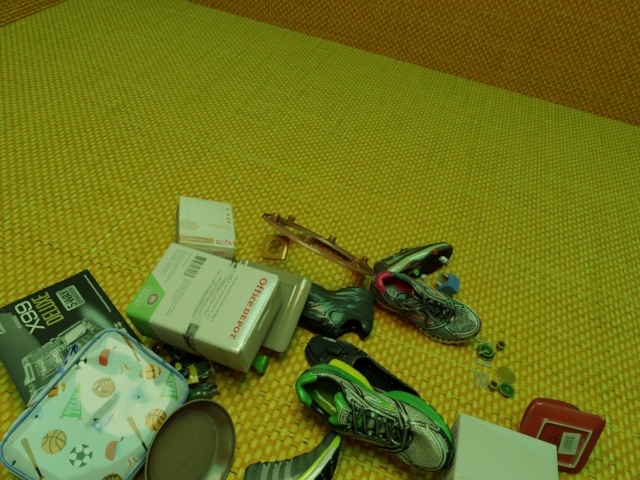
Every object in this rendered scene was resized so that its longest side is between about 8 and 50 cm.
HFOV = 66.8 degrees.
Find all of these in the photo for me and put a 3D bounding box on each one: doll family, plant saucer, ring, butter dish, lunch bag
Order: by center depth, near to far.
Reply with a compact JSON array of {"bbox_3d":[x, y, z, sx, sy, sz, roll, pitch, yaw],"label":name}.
[{"bbox_3d":[-0.245,0.395,0.904,0.036,0.199,0.198,-3,30,41],"label":"plant saucer"},{"bbox_3d":[-0.411,0.325,0.907,0.243,0.115,0.303,36,55,-2],"label":"lunch bag"},{"bbox_3d":[0.503,0.404,1.061,0.159,0.160,0.118,13,20,3],"label":"butter dish"},{"bbox_3d":[-0.301,0.277,1.073,0.111,0.076,0.193,-16,45,-19],"label":"doll family"},{"bbox_3d":[0.000,0.000,1.292,0.336,0.032,0.336,28,6,-3],"label":"ring"}]

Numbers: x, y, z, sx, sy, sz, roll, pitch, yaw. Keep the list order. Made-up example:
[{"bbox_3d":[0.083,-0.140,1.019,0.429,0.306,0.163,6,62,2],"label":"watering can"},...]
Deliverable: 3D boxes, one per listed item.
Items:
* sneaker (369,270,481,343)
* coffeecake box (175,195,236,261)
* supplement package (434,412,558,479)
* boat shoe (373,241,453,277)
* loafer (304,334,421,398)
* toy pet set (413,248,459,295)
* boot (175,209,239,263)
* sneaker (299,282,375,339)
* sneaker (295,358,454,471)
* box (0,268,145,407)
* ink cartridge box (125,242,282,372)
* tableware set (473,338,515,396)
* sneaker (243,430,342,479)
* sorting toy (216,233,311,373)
[{"bbox_3d":[0.261,0.170,1.230,0.299,0.112,0.121,22,76,8],"label":"sneaker"},{"bbox_3d":[-0.303,-0.026,1.270,0.142,0.068,0.186,8,39,-22],"label":"coffeecake box"},{"bbox_3d":[0.327,0.482,0.923,0.194,0.149,0.203,18,44,7],"label":"supplement package"},{"bbox_3d":[0.265,0.048,1.400,0.257,0.095,0.095,-19,45,-27],"label":"boat shoe"},{"bbox_3d":[0.098,0.297,1.107,0.302,0.095,0.109,32,47,20],"label":"loafer"},{"bbox_3d":[0.324,0.108,1.340,0.114,0.122,0.065,39,4,-25],"label":"toy pet set"},{"bbox_3d":[-0.355,0.009,1.329,0.236,0.089,0.270,-2,45,-31],"label":"boot"},{"bbox_3d":[0.001,0.180,1.210,0.285,0.109,0.130,2,54,-3],"label":"sneaker"},{"bbox_3d":[0.095,0.359,0.966,0.343,0.134,0.146,19,7,27],"label":"sneaker"},{"bbox_3d":[-0.554,0.229,1.064,0.242,0.077,0.307,-28,57,-34],"label":"box"},{"bbox_3d":[-0.245,0.143,1.066,0.272,0.115,0.199,16,55,14],"label":"ink cartridge box"},{"bbox_3d":[0.439,0.312,1.211,0.103,0.024,0.154,18,44,7],"label":"tableware set"},{"bbox_3d":[-0.074,0.451,0.914,0.121,0.111,0.299,33,43,31],"label":"sneaker"},{"bbox_3d":[-0.135,0.153,1.164,0.195,0.047,0.348,17,74,19],"label":"sorting toy"}]
